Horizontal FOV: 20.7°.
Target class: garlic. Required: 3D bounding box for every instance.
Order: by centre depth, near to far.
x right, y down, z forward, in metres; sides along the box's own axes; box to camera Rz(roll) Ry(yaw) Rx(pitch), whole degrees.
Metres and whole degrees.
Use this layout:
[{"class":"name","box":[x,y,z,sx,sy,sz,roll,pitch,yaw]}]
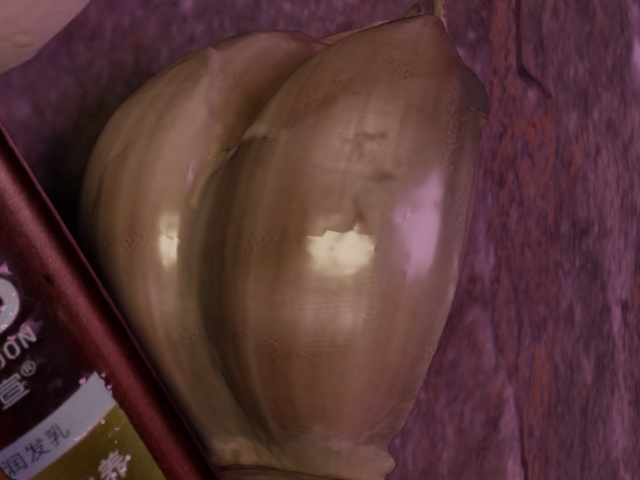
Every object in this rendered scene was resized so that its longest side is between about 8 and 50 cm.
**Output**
[{"class":"garlic","box":[0.000,0.000,0.852,0.237,0.210,0.292,17,82,-63]}]

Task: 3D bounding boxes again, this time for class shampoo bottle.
[{"class":"shampoo bottle","box":[-0.151,0.036,0.727,0.129,0.084,0.323,-35,121,-15]}]

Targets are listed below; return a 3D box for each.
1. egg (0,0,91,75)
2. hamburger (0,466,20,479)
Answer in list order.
[{"class":"egg","box":[-0.131,-0.210,0.721,0.206,0.161,0.271,8,80,-56]},{"class":"hamburger","box":[-0.183,0.199,0.605,0.283,0.144,0.259,-60,146,-27]}]
